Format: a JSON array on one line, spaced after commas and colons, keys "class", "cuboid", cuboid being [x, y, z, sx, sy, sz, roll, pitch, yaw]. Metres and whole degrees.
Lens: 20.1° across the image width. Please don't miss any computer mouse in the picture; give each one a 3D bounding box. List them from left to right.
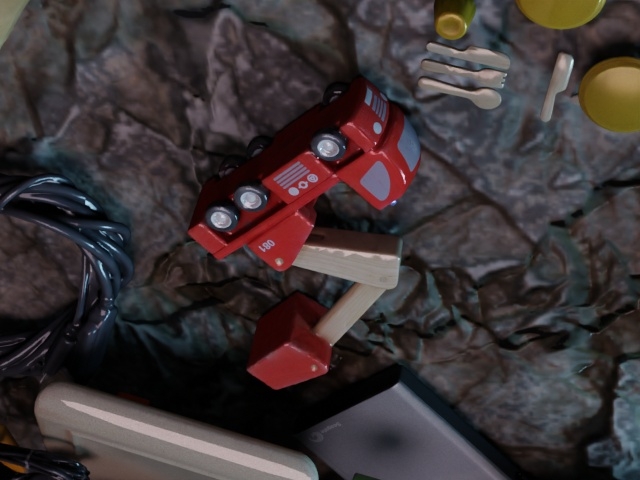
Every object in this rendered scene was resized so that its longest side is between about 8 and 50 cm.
[{"class": "computer mouse", "cuboid": [-0.231, 0.172, 1.212, 0.071, 0.041, 0.242, 33, 151, -26]}]

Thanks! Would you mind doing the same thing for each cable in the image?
[{"class": "cable", "cuboid": [-0.193, 0.015, 1.111, 0.150, 0.047, 0.184, 21, 136, 0]}]

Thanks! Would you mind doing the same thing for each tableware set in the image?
[{"class": "tableware set", "cuboid": [0.129, -0.108, 0.931, 0.154, 0.024, 0.104, 13, 131, 3]}]

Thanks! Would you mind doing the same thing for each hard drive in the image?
[{"class": "hard drive", "cuboid": [0.061, 0.142, 1.178, 0.094, 0.022, 0.135, -30, 120, 34]}]

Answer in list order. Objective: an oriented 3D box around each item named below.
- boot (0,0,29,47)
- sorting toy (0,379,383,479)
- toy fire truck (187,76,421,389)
[{"class": "boot", "cuboid": [-0.111, -0.182, 0.879, 0.236, 0.089, 0.269, 39, 130, -8]}, {"class": "sorting toy", "cuboid": [-0.091, 0.147, 1.175, 0.347, 0.047, 0.196, 16, 153, 3]}, {"class": "toy fire truck", "cuboid": [0.000, 0.000, 1.043, 0.192, 0.047, 0.135, -32, 119, 34]}]
